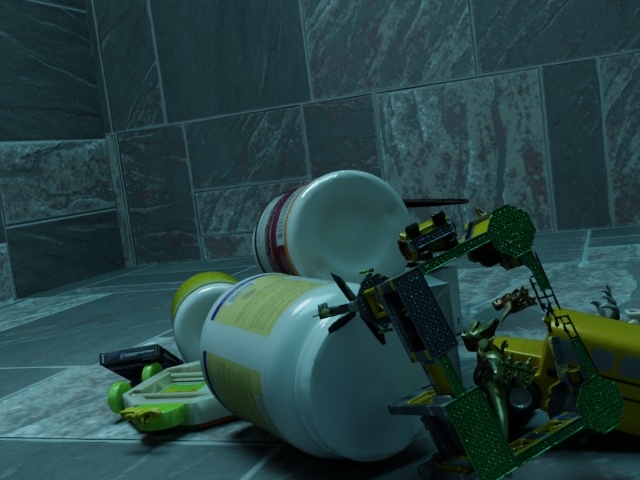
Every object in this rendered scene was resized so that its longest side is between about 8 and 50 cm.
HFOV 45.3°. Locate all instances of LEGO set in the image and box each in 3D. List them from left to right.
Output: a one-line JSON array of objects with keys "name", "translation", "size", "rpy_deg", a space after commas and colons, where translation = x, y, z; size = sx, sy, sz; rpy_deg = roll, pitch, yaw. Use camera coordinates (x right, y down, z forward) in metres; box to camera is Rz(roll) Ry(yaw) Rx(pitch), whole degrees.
[{"name": "LEGO set", "translation": [0.172, 0.131, 0.916], "size": [0.255, 0.331, 0.192], "rpy_deg": [-33, -1, -21]}]

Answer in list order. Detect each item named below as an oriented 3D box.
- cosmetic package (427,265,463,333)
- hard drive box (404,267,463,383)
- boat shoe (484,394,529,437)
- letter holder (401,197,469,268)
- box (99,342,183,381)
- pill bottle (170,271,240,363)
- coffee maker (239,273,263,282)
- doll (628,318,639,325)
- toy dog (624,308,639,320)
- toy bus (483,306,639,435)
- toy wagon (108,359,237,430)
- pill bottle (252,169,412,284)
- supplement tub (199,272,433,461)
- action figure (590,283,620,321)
[{"name": "cosmetic package", "translation": [0.105, 0.143, 1.693], "size": [0.366, 0.155, 0.197], "rpy_deg": [-4, 4, 39]}, {"name": "hard drive box", "translation": [0.164, 0.154, 1.383], "size": [0.089, 0.181, 0.232], "rpy_deg": [-9, 5, -9]}, {"name": "boat shoe", "translation": [0.235, 0.242, 1.072], "size": [0.072, 0.068, 0.190], "rpy_deg": [-19, -11, 35]}, {"name": "letter holder", "translation": [0.164, -0.013, 1.692], "size": [0.215, 0.151, 0.302], "rpy_deg": [-4, 2, -32]}, {"name": "box", "translation": [-0.351, 0.243, 1.520], "size": [0.116, 0.029, 0.162], "rpy_deg": [-10, -24, 6]}, {"name": "pill bottle", "translation": [-0.235, 0.168, 1.700], "size": [0.188, 0.187, 0.334], "rpy_deg": [-9, 7, -12]}, {"name": "coffee maker", "translation": [-0.133, 0.134, 2.158], "size": [0.171, 0.120, 0.178], "rpy_deg": [-20, 4, 39]}, {"name": "doll", "translation": [0.568, 0.175, 1.334], "size": [0.129, 0.046, 0.189], "rpy_deg": [-8, 5, 3]}, {"name": "toy dog", "translation": [0.734, 0.055, 1.451], "size": [0.220, 0.160, 0.334], "rpy_deg": [-7, -7, -15]}, {"name": "toy bus", "translation": [0.383, 0.174, 0.982], "size": [0.333, 0.130, 0.108], "rpy_deg": [12, 13, 18]}, {"name": "toy wagon", "translation": [-0.229, 0.267, 1.327], "size": [0.268, 0.068, 0.344], "rpy_deg": [-6, 7, 18]}, {"name": "pill bottle", "translation": [0.000, 0.000, 1.456], "size": [0.224, 0.223, 0.392], "rpy_deg": [-9, 0, -17]}, {"name": "supplement tub", "translation": [-0.010, 0.174, 1.108], "size": [0.241, 0.240, 0.331], "rpy_deg": [-11, 7, -30]}, {"name": "action figure", "translation": [0.493, 0.136, 1.195], "size": [0.276, 0.140, 0.164], "rpy_deg": [-25, 16, -23]}]
